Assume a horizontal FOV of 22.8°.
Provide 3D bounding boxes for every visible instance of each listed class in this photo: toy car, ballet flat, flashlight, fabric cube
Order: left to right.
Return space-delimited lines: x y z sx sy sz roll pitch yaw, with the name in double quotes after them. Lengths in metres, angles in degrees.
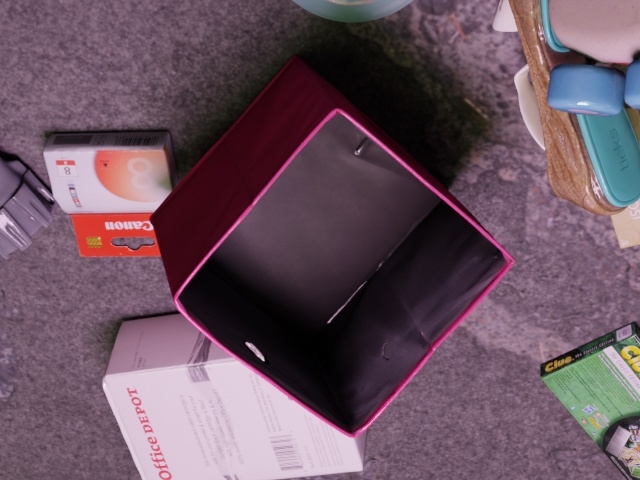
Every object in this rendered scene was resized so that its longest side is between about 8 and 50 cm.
-0.439 -0.103 1.802 0.103 0.103 0.304 -29 117 25 "flashlight"
0.000 0.000 1.669 0.254 0.258 0.259 39 97 -21 "fabric cube"
0.242 -0.189 1.623 0.124 0.116 0.342 3 114 53 "ballet flat"
0.359 -0.218 1.492 0.238 0.210 0.219 7 89 -30 "toy car"

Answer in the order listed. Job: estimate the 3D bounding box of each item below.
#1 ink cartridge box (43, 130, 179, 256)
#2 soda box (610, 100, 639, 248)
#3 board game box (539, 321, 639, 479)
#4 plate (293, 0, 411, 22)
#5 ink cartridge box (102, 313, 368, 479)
-0.236 -0.043 1.857 0.145 0.045 0.179 -1 124 9 "ink cartridge box"
0.335 -0.081 1.737 0.061 0.058 0.181 -12 124 16 "soda box"
0.398 0.219 1.974 0.136 0.030 0.260 -27 119 27 "board game box"
0.029 -0.303 1.635 0.188 0.024 0.188 4 126 5 "plate"
-0.099 0.190 1.965 0.283 0.117 0.207 -8 126 13 "ink cartridge box"
